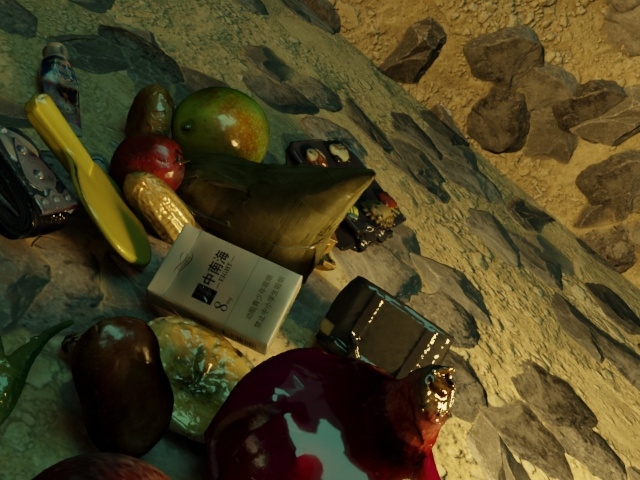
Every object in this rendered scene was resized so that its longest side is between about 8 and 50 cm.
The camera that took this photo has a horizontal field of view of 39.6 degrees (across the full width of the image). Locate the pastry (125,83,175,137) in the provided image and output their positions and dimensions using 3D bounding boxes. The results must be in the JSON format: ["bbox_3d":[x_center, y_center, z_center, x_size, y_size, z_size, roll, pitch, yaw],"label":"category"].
[{"bbox_3d":[-0.379,-0.273,1.976,0.081,0.153,0.153,14,35,-25],"label":"pastry"}]

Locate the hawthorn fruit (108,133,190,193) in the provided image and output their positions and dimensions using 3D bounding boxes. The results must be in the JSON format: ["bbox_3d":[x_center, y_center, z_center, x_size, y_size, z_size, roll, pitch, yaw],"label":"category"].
[{"bbox_3d":[-0.340,-0.153,1.816,0.148,0.172,0.148,47,35,-48],"label":"hawthorn fruit"}]

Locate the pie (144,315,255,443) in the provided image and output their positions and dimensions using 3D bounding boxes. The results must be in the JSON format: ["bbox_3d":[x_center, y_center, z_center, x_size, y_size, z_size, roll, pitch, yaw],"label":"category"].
[{"bbox_3d":[-0.209,0.236,1.496,0.274,0.055,0.274,28,29,-17],"label":"pie"}]

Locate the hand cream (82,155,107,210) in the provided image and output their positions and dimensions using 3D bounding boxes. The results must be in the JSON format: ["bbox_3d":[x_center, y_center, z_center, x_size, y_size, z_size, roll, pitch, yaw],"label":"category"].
[{"bbox_3d":[-0.440,-0.103,1.750,0.065,0.043,0.170,31,28,-35],"label":"hand cream"}]

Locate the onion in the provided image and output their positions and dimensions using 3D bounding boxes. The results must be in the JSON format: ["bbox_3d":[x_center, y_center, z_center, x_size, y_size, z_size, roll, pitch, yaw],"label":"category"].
[{"bbox_3d":[0.063,0.305,1.324,0.398,0.420,0.398,36,24,-19],"label":"onion"}]

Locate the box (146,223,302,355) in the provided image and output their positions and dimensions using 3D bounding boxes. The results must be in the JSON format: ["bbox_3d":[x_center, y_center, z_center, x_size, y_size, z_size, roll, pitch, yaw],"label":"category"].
[{"bbox_3d":[-0.174,0.087,1.616,0.243,0.067,0.155,25,63,6],"label":"box"}]

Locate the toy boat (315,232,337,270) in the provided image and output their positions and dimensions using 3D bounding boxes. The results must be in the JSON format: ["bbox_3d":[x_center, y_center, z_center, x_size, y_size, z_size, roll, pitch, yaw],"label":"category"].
[{"bbox_3d":[0.000,0.000,2.089,0.057,0.077,0.200,24,30,-28],"label":"toy boat"}]

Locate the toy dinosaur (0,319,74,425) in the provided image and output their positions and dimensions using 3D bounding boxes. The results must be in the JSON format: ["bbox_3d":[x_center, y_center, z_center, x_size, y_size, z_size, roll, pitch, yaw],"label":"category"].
[{"bbox_3d":[-0.421,0.254,1.159,0.301,0.087,0.447,42,38,15],"label":"toy dinosaur"}]

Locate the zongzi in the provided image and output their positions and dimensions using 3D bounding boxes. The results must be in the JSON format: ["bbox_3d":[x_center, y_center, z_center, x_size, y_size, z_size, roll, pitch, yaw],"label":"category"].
[{"bbox_3d":[-0.105,-0.116,1.823,0.356,0.393,0.174,32,50,-2],"label":"zongzi"}]

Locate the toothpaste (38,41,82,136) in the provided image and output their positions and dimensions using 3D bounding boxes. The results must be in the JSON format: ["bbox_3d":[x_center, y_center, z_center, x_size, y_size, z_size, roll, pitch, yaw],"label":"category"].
[{"bbox_3d":[-0.572,-0.332,1.944,0.096,0.061,0.266,18,39,-36],"label":"toothpaste"}]

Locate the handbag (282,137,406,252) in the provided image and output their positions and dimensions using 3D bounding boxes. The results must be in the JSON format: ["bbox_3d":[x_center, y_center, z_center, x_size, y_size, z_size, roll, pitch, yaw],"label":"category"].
[{"bbox_3d":[0.057,-0.122,2.306,0.329,0.122,0.303,48,28,15],"label":"handbag"}]

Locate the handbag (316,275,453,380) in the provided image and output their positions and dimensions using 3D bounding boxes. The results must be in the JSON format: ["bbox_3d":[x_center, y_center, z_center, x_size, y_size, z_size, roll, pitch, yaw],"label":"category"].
[{"bbox_3d":[0.124,0.206,1.814,0.254,0.181,0.181,34,-4,-4],"label":"handbag"}]

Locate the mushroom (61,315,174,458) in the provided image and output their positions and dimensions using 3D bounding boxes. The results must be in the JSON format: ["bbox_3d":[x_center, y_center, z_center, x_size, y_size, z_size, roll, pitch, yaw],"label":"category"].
[{"bbox_3d":[-0.325,0.205,1.345,0.148,0.226,0.218,-15,18,-35],"label":"mushroom"}]

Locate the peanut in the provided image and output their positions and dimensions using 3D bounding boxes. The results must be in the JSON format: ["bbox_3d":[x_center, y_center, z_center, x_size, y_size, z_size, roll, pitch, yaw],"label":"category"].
[{"bbox_3d":[-0.316,-0.067,1.752,0.194,0.083,0.093,54,1,-34],"label":"peanut"}]

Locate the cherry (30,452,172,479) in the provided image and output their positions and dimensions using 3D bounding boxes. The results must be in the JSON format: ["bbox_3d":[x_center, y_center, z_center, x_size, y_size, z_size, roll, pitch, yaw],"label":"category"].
[{"bbox_3d":[-0.256,0.372,1.077,0.230,0.203,0.300,49,15,24],"label":"cherry"}]

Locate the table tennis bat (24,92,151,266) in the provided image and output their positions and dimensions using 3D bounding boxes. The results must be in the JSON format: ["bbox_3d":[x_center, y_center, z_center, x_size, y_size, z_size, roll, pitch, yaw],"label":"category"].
[{"bbox_3d":[-0.422,-0.105,1.629,0.368,0.054,0.224,58,6,-14],"label":"table tennis bat"}]

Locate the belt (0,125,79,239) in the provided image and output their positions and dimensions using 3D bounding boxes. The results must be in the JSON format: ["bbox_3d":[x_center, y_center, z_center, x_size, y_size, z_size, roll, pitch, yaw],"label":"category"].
[{"bbox_3d":[-0.527,-0.102,1.557,0.218,0.122,0.128,53,27,9],"label":"belt"}]

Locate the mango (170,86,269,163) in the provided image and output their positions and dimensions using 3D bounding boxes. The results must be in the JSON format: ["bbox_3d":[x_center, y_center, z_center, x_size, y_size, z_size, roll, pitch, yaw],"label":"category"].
[{"bbox_3d":[-0.221,-0.257,2.095,0.225,0.201,0.382,25,13,5],"label":"mango"}]
